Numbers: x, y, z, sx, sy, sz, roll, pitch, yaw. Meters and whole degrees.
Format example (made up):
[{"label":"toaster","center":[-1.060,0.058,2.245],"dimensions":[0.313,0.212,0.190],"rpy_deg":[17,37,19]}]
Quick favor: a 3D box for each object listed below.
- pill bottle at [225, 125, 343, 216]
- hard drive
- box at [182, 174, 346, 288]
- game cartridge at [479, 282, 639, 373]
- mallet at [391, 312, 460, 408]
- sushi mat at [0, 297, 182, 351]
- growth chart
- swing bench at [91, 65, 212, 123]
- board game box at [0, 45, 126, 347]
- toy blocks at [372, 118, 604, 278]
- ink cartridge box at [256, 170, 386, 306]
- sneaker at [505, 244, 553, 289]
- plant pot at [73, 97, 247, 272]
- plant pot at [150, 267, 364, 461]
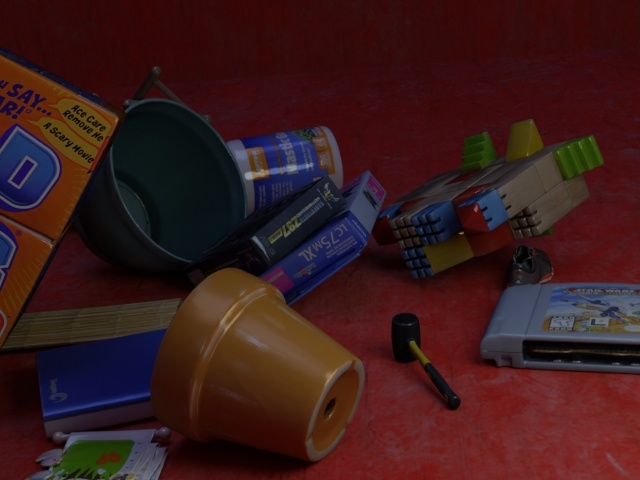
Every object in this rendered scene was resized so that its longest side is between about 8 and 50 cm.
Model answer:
[{"label":"pill bottle","center":[-0.106,-0.126,2.250],"dimensions":[0.272,0.152,0.152],"rpy_deg":[-11,19,-16]},{"label":"hard drive","center":[-0.213,0.172,1.571],"dimensions":[0.318,0.040,0.210],"rpy_deg":[-10,19,-13]},{"label":"box","center":[-0.090,-0.006,1.833],"dimensions":[0.183,0.059,0.232],"rpy_deg":[-42,12,-35]},{"label":"game cartridge","center":[0.374,0.113,1.571],"dimensions":[0.297,0.062,0.198],"rpy_deg":[1,24,17]},{"label":"mallet","center":[0.136,0.167,1.514],"dimensions":[0.039,0.062,0.190],"rpy_deg":[-11,34,-13]},{"label":"sushi mat","center":[-0.367,0.129,1.774],"dimensions":[0.316,0.019,0.151],"rpy_deg":[-5,18,0]},{"label":"growth chart","center":[-0.255,0.270,1.330],"dimensions":[0.172,0.021,0.237],"rpy_deg":[-6,18,1]},{"label":"swing bench","center":[-0.386,-0.169,2.259],"dimensions":[0.254,0.165,0.253],"rpy_deg":[-13,41,48]},{"label":"board game box","center":[-0.508,-0.098,1.612],"dimensions":[0.356,0.356,0.356],"rpy_deg":[27,3,-10]},{"label":"toy blocks","center":[0.225,-0.038,1.848],"dimensions":[0.261,0.191,0.381],"rpy_deg":[-32,12,-37]},{"label":"ink cartridge box","center":[0.000,0.000,1.863],"dimensions":[0.186,0.065,0.311],"rpy_deg":[-35,13,19]},{"label":"sneaker","center":[0.321,0.033,1.797],"dimensions":[0.061,0.065,0.158],"rpy_deg":[1,20,18]},{"label":"plant pot","center":[-0.297,-0.067,1.995],"dimensions":[0.196,0.293,0.293],"rpy_deg":[-25,4,37]},{"label":"plant pot","center":[-0.060,0.159,1.362],"dimensions":[0.188,0.205,0.205],"rpy_deg":[22,29,25]}]
